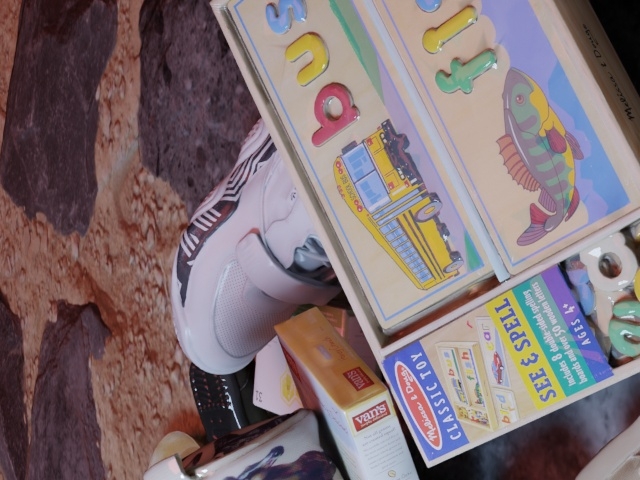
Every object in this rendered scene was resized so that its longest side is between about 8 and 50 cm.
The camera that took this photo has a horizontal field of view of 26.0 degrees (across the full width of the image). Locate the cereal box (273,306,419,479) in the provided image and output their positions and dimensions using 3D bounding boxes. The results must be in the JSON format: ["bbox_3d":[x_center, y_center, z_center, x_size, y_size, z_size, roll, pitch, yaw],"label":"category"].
[{"bbox_3d":[0.040,0.192,1.160,0.173,0.047,0.240,45,156,61],"label":"cereal box"}]

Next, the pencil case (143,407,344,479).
[{"bbox_3d":[-0.011,0.335,1.117,0.160,0.183,0.410,-21,94,24],"label":"pencil case"}]

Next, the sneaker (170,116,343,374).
[{"bbox_3d":[0.000,0.000,1.222,0.366,0.137,0.210,-60,38,16],"label":"sneaker"}]

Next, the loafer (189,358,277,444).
[{"bbox_3d":[-0.072,0.214,1.464,0.080,0.078,0.220,1,106,44],"label":"loafer"}]

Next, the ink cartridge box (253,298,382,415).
[{"bbox_3d":[-0.005,0.173,1.362,0.171,0.056,0.235,10,96,60],"label":"ink cartridge box"}]

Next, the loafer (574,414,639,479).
[{"bbox_3d":[0.252,0.131,0.870,0.268,0.102,0.092,113,144,-49],"label":"loafer"}]

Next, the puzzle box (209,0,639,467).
[{"bbox_3d":[0.095,-0.069,1.002,0.272,0.052,0.409,-34,78,39],"label":"puzzle box"}]

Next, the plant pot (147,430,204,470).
[{"bbox_3d":[-0.152,0.343,1.637,0.236,0.032,0.236,-4,85,60],"label":"plant pot"}]
